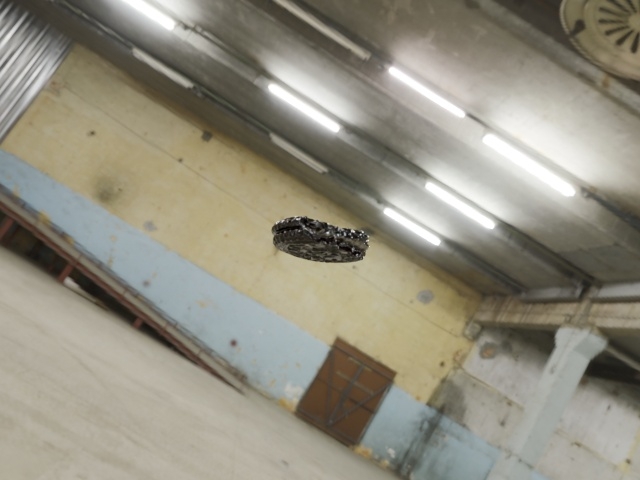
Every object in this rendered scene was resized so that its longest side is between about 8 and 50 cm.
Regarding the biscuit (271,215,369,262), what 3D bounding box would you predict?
[{"bbox_3d":[0.000,0.000,0.529,0.087,0.027,0.089,4,-14,2],"label":"biscuit"}]
